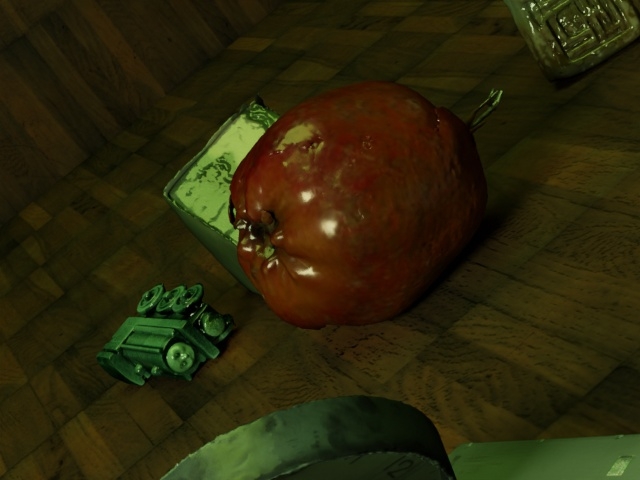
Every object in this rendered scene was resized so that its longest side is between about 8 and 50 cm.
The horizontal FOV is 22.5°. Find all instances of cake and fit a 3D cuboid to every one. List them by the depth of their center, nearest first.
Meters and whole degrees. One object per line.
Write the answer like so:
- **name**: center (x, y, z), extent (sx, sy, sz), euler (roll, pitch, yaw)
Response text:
- **cake**: center (0.003, 0.001, 1.668), extent (0.284, 0.172, 0.158), euler (33, 75, 37)

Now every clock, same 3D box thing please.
- **clock**: center (-0.015, 0.180, 0.994), extent (0.215, 0.215, 0.042), euler (-34, 52, 8)

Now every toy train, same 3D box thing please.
- **toy train**: center (-0.161, 0.103, 1.697), extent (0.111, 0.071, 0.170), euler (-53, 23, -19)

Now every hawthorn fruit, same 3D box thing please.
- **hawthorn fruit**: center (0.058, -0.051, 1.459), extent (0.299, 0.211, 0.211), euler (-33, 15, -20)

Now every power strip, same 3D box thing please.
- **power strip**: center (0.159, 0.150, 1.015), extent (0.253, 0.027, 0.060), euler (-12, 29, 53)

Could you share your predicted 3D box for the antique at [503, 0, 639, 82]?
- **antique**: center (0.272, -0.284, 1.776), extent (0.125, 0.150, 0.284), euler (-28, 11, 14)
